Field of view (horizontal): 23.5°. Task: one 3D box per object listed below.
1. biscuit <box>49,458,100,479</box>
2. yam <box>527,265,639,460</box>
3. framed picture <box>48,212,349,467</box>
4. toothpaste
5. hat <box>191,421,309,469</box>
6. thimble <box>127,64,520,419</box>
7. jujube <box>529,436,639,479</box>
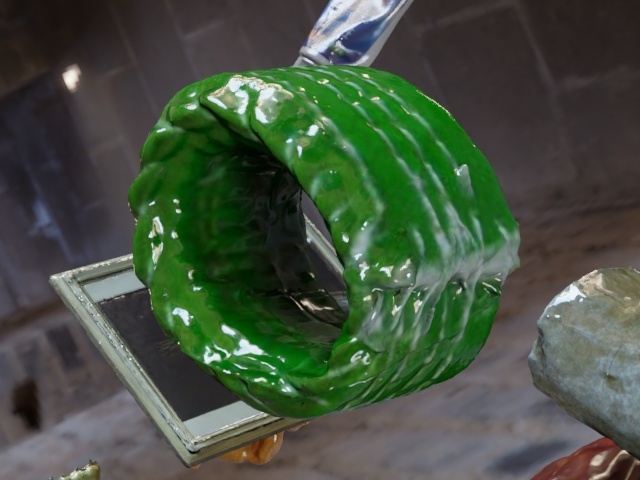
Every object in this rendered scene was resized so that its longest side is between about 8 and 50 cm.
[{"bbox_3d":[-0.254,0.264,1.180,0.016,0.231,0.139,16,110,36],"label":"biscuit"},{"bbox_3d":[0.227,0.107,0.769,0.259,0.093,0.093,35,145,24],"label":"yam"},{"bbox_3d":[-0.064,0.073,1.388,0.231,0.293,0.018,49,135,27],"label":"framed picture"},{"bbox_3d":[0.053,-0.240,1.538,0.061,0.266,0.096,36,179,-43],"label":"toothpaste"},{"bbox_3d":[-0.119,0.175,1.673,0.233,0.244,0.233,-113,34,-40],"label":"hat"},{"bbox_3d":[0.000,0.000,0.543,0.130,0.090,0.118,22,109,38],"label":"thimble"},{"bbox_3d":[0.162,0.204,0.841,0.183,0.243,0.183,16,121,28],"label":"jujube"}]
